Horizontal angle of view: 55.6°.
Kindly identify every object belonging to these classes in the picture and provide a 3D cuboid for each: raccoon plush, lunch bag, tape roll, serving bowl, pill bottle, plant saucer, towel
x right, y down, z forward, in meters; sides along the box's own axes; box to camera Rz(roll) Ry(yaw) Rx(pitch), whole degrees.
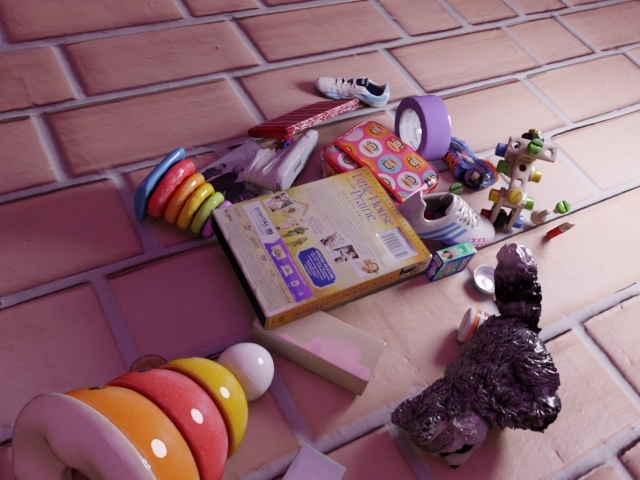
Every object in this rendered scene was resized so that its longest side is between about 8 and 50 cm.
[{"bbox_3d":[0.294,0.235,1.263,0.299,0.216,0.446,0,70,-12],"label":"raccoon plush"},{"bbox_3d":[0.143,-0.170,1.644,0.258,0.120,0.293,-36,68,-28],"label":"lunch bag"},{"bbox_3d":[0.290,-0.319,1.740,0.080,0.189,0.189,-10,55,-20],"label":"tape roll"},{"bbox_3d":[0.425,0.104,1.543,0.083,0.027,0.083,6,52,-8],"label":"serving bowl"},{"bbox_3d":[0.403,0.221,1.408,0.152,0.086,0.086,22,51,6],"label":"pill bottle"},{"bbox_3d":[-0.351,0.268,1.248,0.083,0.015,0.083,6,51,-8],"label":"plant saucer"},{"bbox_3d":[-0.050,-0.345,1.724,0.275,0.031,0.199,-29,25,-31],"label":"towel"}]

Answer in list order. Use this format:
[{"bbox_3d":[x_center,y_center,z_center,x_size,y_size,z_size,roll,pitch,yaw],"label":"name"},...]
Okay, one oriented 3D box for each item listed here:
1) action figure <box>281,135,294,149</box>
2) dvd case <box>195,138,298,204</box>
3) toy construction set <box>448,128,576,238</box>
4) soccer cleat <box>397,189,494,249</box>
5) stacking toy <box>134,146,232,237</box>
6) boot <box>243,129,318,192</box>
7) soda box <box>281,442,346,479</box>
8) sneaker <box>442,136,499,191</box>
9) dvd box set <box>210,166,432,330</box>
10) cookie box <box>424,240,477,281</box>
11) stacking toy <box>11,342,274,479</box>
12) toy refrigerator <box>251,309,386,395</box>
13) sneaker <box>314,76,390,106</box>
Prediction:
[{"bbox_3d":[-0.094,-0.271,1.721,0.038,0.030,0.115,9,49,0],"label":"action figure"},{"bbox_3d":[-0.202,-0.164,1.611,0.179,0.029,0.238,38,54,17],"label":"dvd case"},{"bbox_3d":[0.550,-0.144,1.597,0.309,0.237,0.257,41,79,5],"label":"toy construction set"},{"bbox_3d":[0.340,-0.053,1.535,0.331,0.143,0.116,4,52,-30],"label":"soccer cleat"},{"bbox_3d":[-0.276,-0.067,1.458,0.302,0.175,0.166,34,55,0],"label":"stacking toy"},{"bbox_3d":[-0.104,-0.227,1.606,0.123,0.095,0.258,19,43,13],"label":"boot"},{"bbox_3d":[-0.065,0.512,1.072,0.098,0.091,0.286,29,52,10],"label":"soda box"},{"bbox_3d":[0.409,-0.224,1.765,0.221,0.083,0.087,38,59,20],"label":"sneaker"},{"bbox_3d":[0.000,0.000,1.387,0.420,0.062,0.308,-19,59,-24],"label":"dvd box set"},{"bbox_3d":[0.325,0.052,1.520,0.107,0.092,0.040,-17,61,-24],"label":"cookie box"},{"bbox_3d":[-0.254,0.329,1.097,0.350,0.351,0.480,36,35,16],"label":"stacking toy"},{"bbox_3d":[-0.007,0.222,1.315,0.269,0.094,0.102,25,55,9],"label":"toy refrigerator"},{"bbox_3d":[0.100,-0.479,1.891,0.237,0.086,0.085,11,53,-3],"label":"sneaker"}]
